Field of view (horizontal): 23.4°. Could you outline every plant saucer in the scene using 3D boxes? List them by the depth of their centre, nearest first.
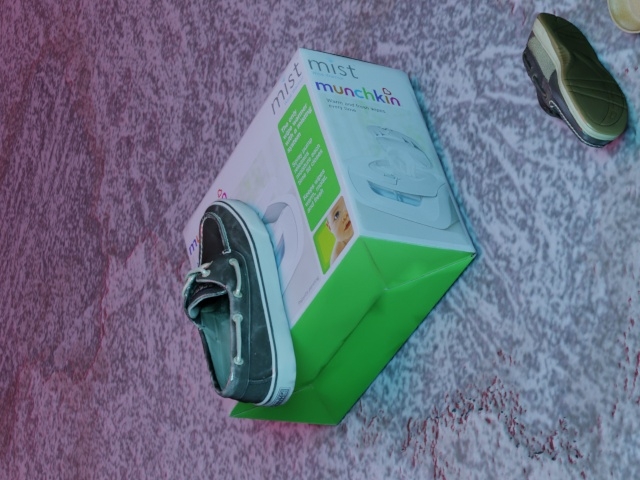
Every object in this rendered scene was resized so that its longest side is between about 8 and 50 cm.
[{"bbox_3d":[0.247,-0.194,1.153,0.083,0.015,0.083,-28,57,55],"label":"plant saucer"}]

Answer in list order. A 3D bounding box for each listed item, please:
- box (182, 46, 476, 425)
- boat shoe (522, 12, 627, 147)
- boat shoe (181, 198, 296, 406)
[{"bbox_3d":[0.000,0.000,1.412,0.262,0.127,0.231,-54,40,39],"label":"box"},{"bbox_3d":[0.193,-0.116,1.190,0.152,0.056,0.049,-100,29,-48],"label":"boat shoe"},{"bbox_3d":[-0.080,0.045,1.338,0.078,0.070,0.219,-56,38,36],"label":"boat shoe"}]
